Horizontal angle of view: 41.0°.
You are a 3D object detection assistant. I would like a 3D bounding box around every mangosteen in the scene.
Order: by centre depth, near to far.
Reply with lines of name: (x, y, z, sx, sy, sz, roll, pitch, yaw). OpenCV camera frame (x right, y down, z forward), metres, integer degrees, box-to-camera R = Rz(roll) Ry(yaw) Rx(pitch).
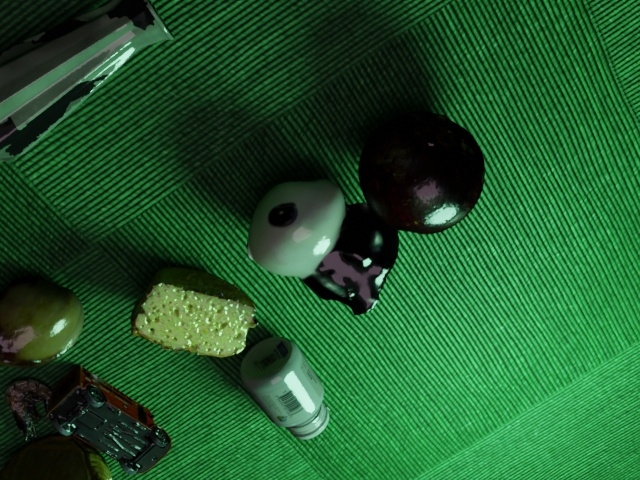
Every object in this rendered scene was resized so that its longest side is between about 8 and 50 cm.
mangosteen: (0.183, -0.097, 1.566, 0.231, 0.231, 0.289, -13, 144, -6)

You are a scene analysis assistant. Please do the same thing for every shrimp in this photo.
shrimp: (-0.583, 0.348, 1.736, 0.091, 0.034, 0.161, -9, 120, -9)

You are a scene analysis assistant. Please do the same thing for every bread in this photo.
bread: (-0.242, 0.127, 1.628, 0.229, 0.139, 0.143, 18, 112, -24)
bread: (-0.532, 0.524, 1.726, 0.227, 0.253, 0.142, -14, 125, -15)

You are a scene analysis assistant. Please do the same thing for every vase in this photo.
vase: (-0.411, -0.268, 1.348, 0.360, 0.165, 0.165, -32, 123, 2)

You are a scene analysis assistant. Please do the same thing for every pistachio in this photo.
pistachio: (-0.534, 0.150, 1.561, 0.210, 0.130, 0.165, -23, 88, -43)

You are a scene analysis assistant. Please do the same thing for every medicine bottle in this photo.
medicine bottle: (-0.066, 0.316, 1.787, 0.135, 0.135, 0.215, -27, 123, 3)

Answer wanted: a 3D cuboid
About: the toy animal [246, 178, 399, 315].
toy animal: (0.001, -0.008, 1.578, 0.266, 0.212, 0.212, 33, 108, -16)

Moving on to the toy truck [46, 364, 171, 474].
toy truck: (-0.424, 0.366, 1.740, 0.107, 0.114, 0.252, -43, 119, 10)
